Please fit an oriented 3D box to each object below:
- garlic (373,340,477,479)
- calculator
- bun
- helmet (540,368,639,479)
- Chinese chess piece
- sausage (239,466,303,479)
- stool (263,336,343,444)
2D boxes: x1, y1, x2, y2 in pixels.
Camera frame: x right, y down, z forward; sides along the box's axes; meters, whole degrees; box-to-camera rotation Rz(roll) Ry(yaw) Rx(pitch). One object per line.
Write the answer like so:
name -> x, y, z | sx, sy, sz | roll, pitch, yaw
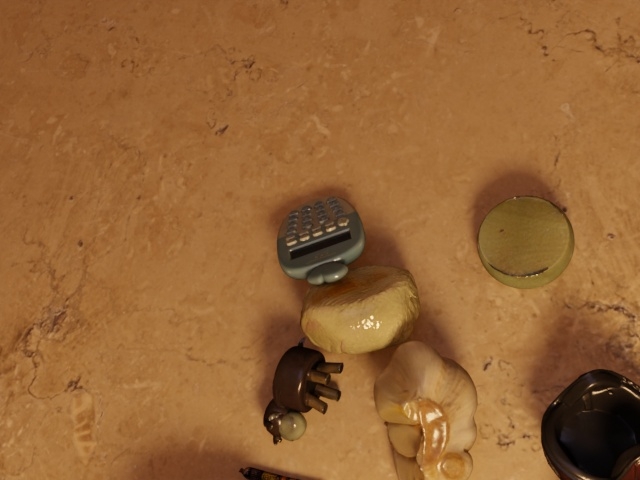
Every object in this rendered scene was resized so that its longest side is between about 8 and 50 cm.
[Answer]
garlic -> 0.196, 0.316, 1.563 | 0.184, 0.203, 0.281 | -21, 96, -19
calculator -> 0.000, 0.000, 1.792 | 0.188, 0.042, 0.303 | -18, 36, 5
bun -> 0.085, 0.143, 1.688 | 0.243, 0.153, 0.244 | -12, 22, 5
helmet -> 0.479, 0.332, 1.448 | 0.215, 0.193, 0.189 | -21, 54, -6
Chinese chess piece -> 0.405, 0.004, 1.703 | 0.188, 0.083, 0.189 | -7, 66, 16
sausage -> -0.069, 0.466, 1.662 | 0.198, 0.025, 0.028 | 9, 70, 21
stool -> -0.036, 0.302, 1.679 | 0.121, 0.125, 0.217 | 16, 80, 22
